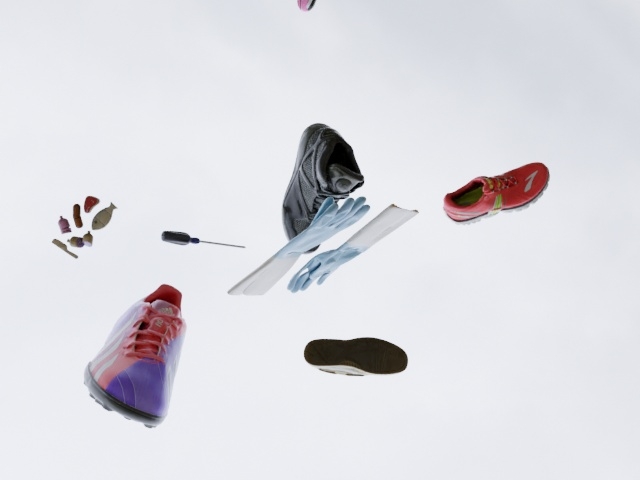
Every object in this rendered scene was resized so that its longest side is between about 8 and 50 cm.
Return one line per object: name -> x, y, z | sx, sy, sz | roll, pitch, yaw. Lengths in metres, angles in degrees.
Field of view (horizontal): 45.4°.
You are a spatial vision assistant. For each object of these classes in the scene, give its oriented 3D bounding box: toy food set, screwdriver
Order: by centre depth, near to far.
screwdriver -> -0.201, 0.003, 1.348 | 0.170, 0.025, 0.024 | 8, -96, -33
toy food set -> -0.426, -0.031, 1.361 | 0.078, 0.122, 0.019 | 34, -178, -1

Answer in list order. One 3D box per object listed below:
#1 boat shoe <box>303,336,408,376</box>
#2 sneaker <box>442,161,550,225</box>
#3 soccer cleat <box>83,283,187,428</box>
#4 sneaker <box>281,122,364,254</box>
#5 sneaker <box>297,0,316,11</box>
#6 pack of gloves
boat shoe -> 0.047, 0.154, 1.004 | 0.136, 0.045, 0.050 | 7, -111, 6
sneaker -> 0.437, -0.123, 1.904 | 0.118, 0.279, 0.107 | 48, -160, -56
soccer cleat -> -0.224, 0.136, 0.981 | 0.109, 0.116, 0.318 | 32, -178, -13
sneaker -> 0.002, -0.072, 1.275 | 0.087, 0.227, 0.130 | 6, -162, -28
sneaker -> 0.000, -0.608, 1.802 | 0.075, 0.063, 0.170 | 27, -105, -40
pack of gloves -> 0.000, 0.000, 1.082 | 0.195, 0.232, 0.046 | 5, -128, -57
